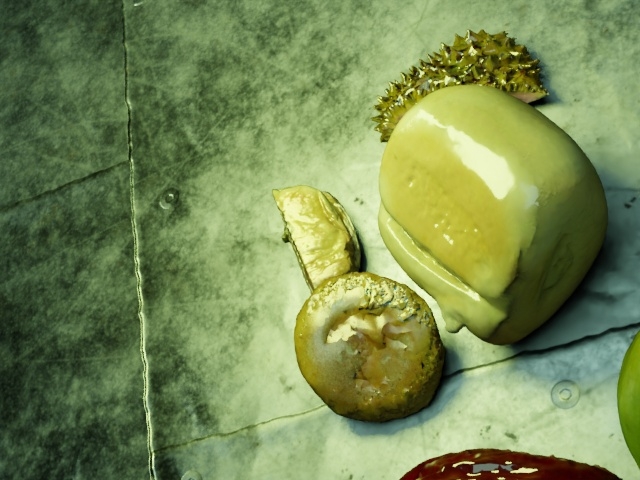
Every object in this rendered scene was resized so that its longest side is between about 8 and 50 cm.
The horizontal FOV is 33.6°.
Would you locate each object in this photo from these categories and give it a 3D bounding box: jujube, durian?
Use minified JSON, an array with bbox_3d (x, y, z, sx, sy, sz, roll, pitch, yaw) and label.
[{"bbox_3d":[0.251,0.424,1.503,0.376,0.276,0.277,-6,65,25],"label":"jujube"},{"bbox_3d":[0.237,-0.298,1.937,0.341,0.112,0.191,-15,64,24],"label":"durian"}]

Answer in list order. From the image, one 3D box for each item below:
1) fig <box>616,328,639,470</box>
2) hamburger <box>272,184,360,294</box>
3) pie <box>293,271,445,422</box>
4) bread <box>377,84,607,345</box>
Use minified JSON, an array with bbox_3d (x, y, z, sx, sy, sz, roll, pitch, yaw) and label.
[{"bbox_3d":[0.515,0.241,1.469,0.233,0.233,0.314,16,70,33],"label":"fig"},{"bbox_3d":[0.000,0.000,1.931,0.130,0.124,0.262,-21,63,-1],"label":"hamburger"},{"bbox_3d":[0.080,0.177,1.771,0.273,0.069,0.274,0,91,14],"label":"pie"},{"bbox_3d":[0.270,-0.063,1.707,0.376,0.253,0.348,41,133,35],"label":"bread"}]
